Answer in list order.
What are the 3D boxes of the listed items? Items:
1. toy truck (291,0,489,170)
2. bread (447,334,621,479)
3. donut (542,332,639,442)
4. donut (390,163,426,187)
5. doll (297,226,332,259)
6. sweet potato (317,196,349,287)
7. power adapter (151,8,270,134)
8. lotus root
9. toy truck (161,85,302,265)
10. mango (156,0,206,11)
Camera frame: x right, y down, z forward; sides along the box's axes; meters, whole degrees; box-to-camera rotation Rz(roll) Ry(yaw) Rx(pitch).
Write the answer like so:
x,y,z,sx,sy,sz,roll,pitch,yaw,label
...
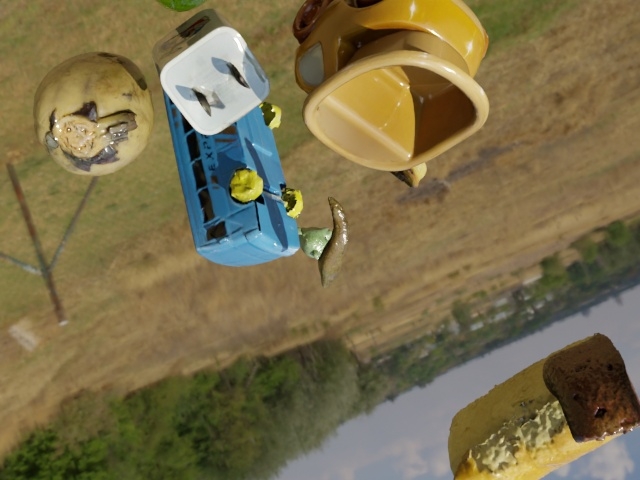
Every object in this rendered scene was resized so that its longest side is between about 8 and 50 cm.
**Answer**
x,y,z,sx,sy,sz,roll,pitch,yaw,label
0.090,-0.230,0.999,0.204,0.212,0.288,30,149,-33,toy truck
0.432,0.363,1.512,0.375,0.165,0.236,-36,-172,21,bread
0.431,0.228,1.201,0.126,0.187,0.144,-20,150,5,donut
0.204,-0.196,1.882,0.059,0.140,0.140,-44,174,-11,donut
0.000,0.000,1.766,0.077,0.115,0.150,-47,165,10,doll
0.020,0.010,1.120,0.041,0.153,0.038,15,-149,13,sweet potato
-0.149,-0.229,1.059,0.130,0.125,0.205,-35,-148,1,power adapter
-0.347,-0.214,1.221,0.182,0.183,0.310,-26,-161,16,lotus root
-0.152,-0.139,1.314,0.162,0.385,0.161,-26,157,23,toy truck
-0.219,-0.504,1.193,0.149,0.273,0.185,5,-159,31,mango
